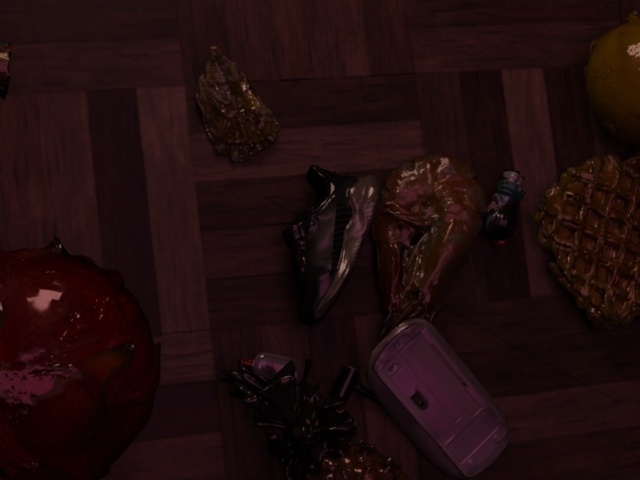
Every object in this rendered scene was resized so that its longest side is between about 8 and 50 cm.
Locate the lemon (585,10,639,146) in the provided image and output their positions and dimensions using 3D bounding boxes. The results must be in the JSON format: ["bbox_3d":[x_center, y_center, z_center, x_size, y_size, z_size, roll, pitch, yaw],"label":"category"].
[{"bbox_3d":[0.469,-0.221,1.928,0.173,0.173,0.206,-22,76,-17],"label":"lemon"}]

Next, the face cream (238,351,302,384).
[{"bbox_3d":[-0.067,0.170,1.800,0.083,0.021,0.040,13,81,-14],"label":"face cream"}]

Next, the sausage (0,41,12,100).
[{"bbox_3d":[-0.577,-0.229,1.688,0.371,0.082,0.082,4,81,-15],"label":"sausage"}]

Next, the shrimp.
[{"bbox_3d":[0.131,0.017,1.862,0.154,0.062,0.294,20,75,0],"label":"shrimp"}]

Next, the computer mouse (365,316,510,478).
[{"bbox_3d":[0.158,0.213,1.830,0.126,0.056,0.245,-44,109,-11],"label":"computer mouse"}]

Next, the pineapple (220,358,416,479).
[{"bbox_3d":[0.006,0.281,1.742,0.169,0.169,0.340,-36,88,-17],"label":"pineapple"}]

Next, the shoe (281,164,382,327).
[{"bbox_3d":[0.000,0.000,1.811,0.112,0.099,0.228,26,72,-4],"label":"shoe"}]

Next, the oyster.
[{"bbox_3d":[-0.111,-0.179,1.833,0.121,0.045,0.146,13,79,-28],"label":"oyster"}]

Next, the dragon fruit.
[{"bbox_3d":[-0.339,0.160,1.594,0.295,0.295,0.302,44,54,-6],"label":"dragon fruit"}]

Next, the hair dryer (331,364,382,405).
[{"bbox_3d":[0.058,0.207,1.832,0.083,0.026,0.047,29,78,-18],"label":"hair dryer"}]

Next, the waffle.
[{"bbox_3d":[0.430,-0.003,1.950,0.245,0.052,0.254,-30,92,-19],"label":"waffle"}]

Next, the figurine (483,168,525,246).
[{"bbox_3d":[0.262,-0.047,1.913,0.047,0.060,0.106,12,67,22],"label":"figurine"}]
